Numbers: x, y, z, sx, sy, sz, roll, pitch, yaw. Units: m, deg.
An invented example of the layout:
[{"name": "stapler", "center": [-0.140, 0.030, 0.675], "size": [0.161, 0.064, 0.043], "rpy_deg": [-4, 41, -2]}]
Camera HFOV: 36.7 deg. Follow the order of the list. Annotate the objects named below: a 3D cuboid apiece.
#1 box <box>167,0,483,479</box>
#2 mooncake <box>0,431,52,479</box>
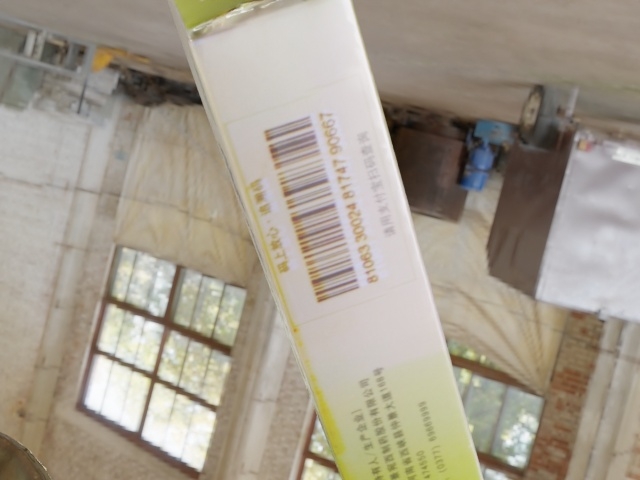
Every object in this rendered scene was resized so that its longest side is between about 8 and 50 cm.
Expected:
[{"name": "box", "center": [0.000, -0.001, 0.447], "size": [0.062, 0.260, 0.175], "rpy_deg": [-19, -154, -4]}, {"name": "mooncake", "center": [-0.422, 0.335, 1.056], "size": [0.284, 0.284, 0.155], "rpy_deg": [14, 138, 0]}]
